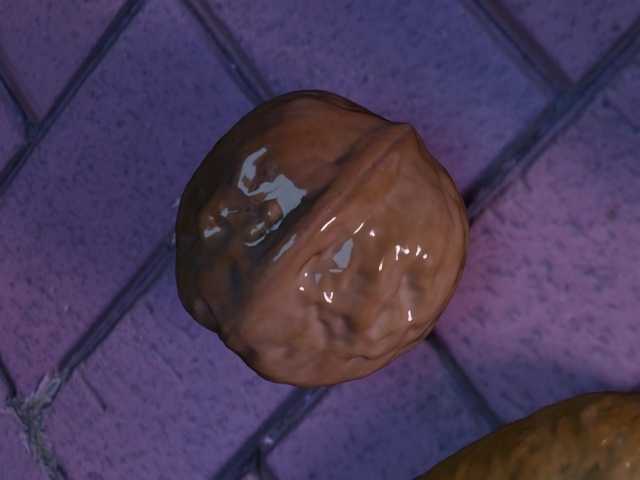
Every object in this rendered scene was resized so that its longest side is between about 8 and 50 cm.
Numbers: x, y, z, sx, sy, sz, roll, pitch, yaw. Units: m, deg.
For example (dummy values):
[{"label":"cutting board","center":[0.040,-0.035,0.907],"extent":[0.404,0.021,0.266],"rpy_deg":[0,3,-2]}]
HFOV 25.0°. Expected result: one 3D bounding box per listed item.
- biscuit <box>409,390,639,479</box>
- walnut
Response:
[{"label":"biscuit","center":[0.221,0.346,1.176],"extent":[0.446,0.104,0.429],"rpy_deg":[-36,56,33]},{"label":"walnut","center":[-0.002,-0.002,1.317],"extent":[0.273,0.227,0.273],"rpy_deg":[-7,78,35]}]
